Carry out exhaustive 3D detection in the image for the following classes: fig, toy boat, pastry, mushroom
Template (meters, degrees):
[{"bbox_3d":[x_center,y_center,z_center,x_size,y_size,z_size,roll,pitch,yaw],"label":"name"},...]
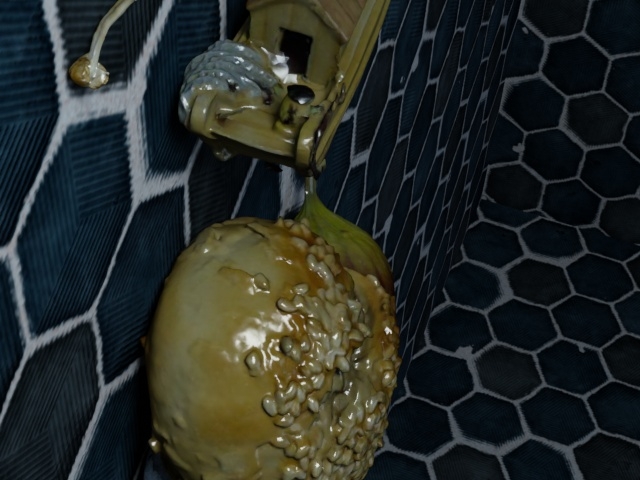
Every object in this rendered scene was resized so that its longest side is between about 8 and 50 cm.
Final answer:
[{"bbox_3d":[0.011,0.010,1.411,0.143,0.160,0.231,22,66,-40],"label":"fig"},{"bbox_3d":[-0.001,-0.230,1.073,0.162,0.136,0.445,100,10,-47],"label":"toy boat"},{"bbox_3d":[-0.025,0.131,1.130,0.284,0.184,0.316,-64,144,-35],"label":"pastry"},{"bbox_3d":[-0.109,-0.198,0.871,0.286,0.026,0.028,-63,180,-41],"label":"mushroom"}]

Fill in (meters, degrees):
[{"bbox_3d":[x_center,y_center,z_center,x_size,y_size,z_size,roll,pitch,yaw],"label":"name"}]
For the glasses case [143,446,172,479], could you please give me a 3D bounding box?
[{"bbox_3d":[-0.107,0.170,1.253,0.282,0.067,0.109,-57,154,-45],"label":"glasses case"}]
